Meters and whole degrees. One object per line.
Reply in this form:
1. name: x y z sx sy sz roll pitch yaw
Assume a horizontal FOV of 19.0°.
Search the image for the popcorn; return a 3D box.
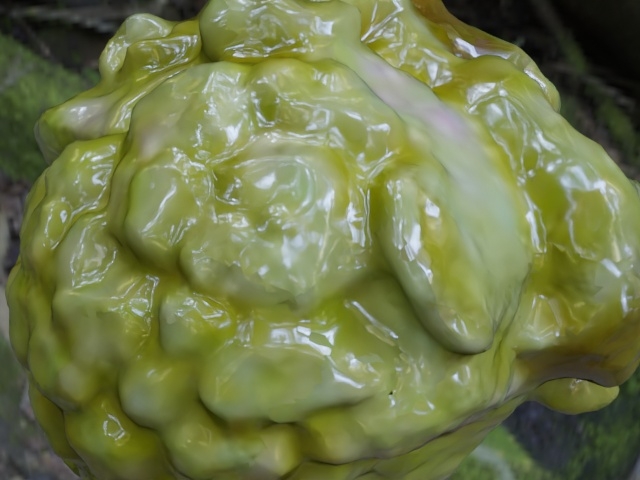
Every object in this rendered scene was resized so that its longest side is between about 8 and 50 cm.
1. popcorn: 0.000 0.000 0.721 0.259 0.259 0.212 -26 78 -18
